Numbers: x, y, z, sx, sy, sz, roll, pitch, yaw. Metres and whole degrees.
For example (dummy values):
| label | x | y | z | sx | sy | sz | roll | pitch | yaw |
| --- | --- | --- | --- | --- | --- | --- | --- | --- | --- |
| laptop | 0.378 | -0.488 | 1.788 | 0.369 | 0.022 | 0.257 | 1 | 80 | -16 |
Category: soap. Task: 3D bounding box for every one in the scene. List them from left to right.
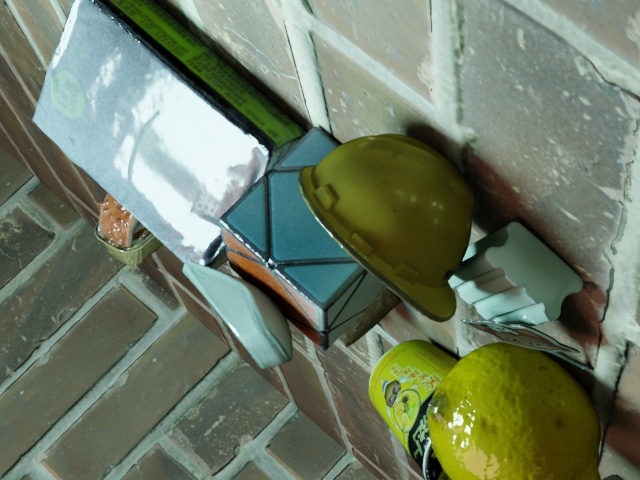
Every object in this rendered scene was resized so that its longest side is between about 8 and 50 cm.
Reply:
| label | x | y | z | sx | sy | sz | roll | pitch | yaw |
| --- | --- | --- | --- | --- | --- | --- | --- | --- | --- |
| soap | 0.234 | 0.050 | 1.584 | 0.119 | 0.066 | 0.198 | 40 | 167 | -2 |

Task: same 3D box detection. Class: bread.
| label | x | y | z | sx | sy | sz | roll | pitch | yaw |
| --- | --- | --- | --- | --- | --- | --- | --- | --- | --- |
| bread | -0.367 | -0.062 | 2.698 | 0.142 | 0.224 | 0.212 | 32 | 143 | 19 |

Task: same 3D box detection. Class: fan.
| label | x | y | z | sx | sy | sz | roll | pitch | yaw |
| --- | --- | --- | --- | --- | --- | --- | --- | --- | --- |
| fan | 0.282 | 0.135 | 1.648 | 0.220 | 0.009 | 0.132 | 25 | 167 | -39 |

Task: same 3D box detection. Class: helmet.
| label | x | y | z | sx | sy | sz | roll | pitch | yaw |
| --- | --- | --- | --- | --- | --- | --- | --- | --- | --- |
| helmet | 0.107 | -0.042 | 1.531 | 0.257 | 0.140 | 0.205 | 42 | -159 | 4 |

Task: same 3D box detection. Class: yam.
| label | x | y | z | sx | sy | sz | roll | pitch | yaw |
| --- | --- | --- | --- | --- | --- | --- | --- | --- | --- |
| yam | 0.063 | 0.118 | 2.157 | 0.084 | 0.127 | 0.084 | 45 | 169 | 12 |

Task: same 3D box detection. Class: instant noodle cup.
| label | x | y | z | sx | sy | sz | roll | pitch | yaw |
| --- | --- | --- | --- | --- | --- | --- | --- | --- | --- |
| instant noodle cup | 0.203 | 0.282 | 2.131 | 0.236 | 0.215 | 0.215 | 42 | 169 | 50 |

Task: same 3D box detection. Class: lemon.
| label | x | y | z | sx | sy | sz | roll | pitch | yaw |
| --- | --- | --- | --- | --- | --- | --- | --- | --- | --- |
| lemon | 0.274 | 0.268 | 1.788 | 0.253 | 0.228 | 0.228 | 43 | 166 | 2 |

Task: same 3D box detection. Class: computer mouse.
| label | x | y | z | sx | sy | sz | roll | pitch | yaw |
| --- | --- | --- | --- | --- | --- | --- | --- | --- | --- |
| computer mouse | -0.113 | 0.099 | 1.858 | 0.231 | 0.079 | 0.128 | 41 | 166 | 42 |

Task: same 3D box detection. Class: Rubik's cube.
| label | x | y | z | sx | sy | sz | roll | pitch | yaw |
| --- | --- | --- | --- | --- | --- | --- | --- | --- | --- |
| Rubik's cube | 0.000 | 0.000 | 1.831 | 0.205 | 0.205 | 0.207 | 40 | 164 | 15 |

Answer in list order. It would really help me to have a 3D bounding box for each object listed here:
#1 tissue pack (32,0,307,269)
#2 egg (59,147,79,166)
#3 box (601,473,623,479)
| label | x | y | z | sx | sy | sz | roll | pitch | yaw |
| --- | --- | --- | --- | --- | --- | --- | --- | --- | --- |
| tissue pack | -0.236 | -0.174 | 1.938 | 0.394 | 0.124 | 0.288 | 41 | 131 | 11 |
| egg | -0.381 | -0.225 | 2.266 | 0.203 | 0.203 | 0.282 | 38 | 169 | 25 |
| box | 0.465 | 0.526 | 1.883 | 0.297 | 0.225 | 0.190 | 35 | 125 | 35 |
